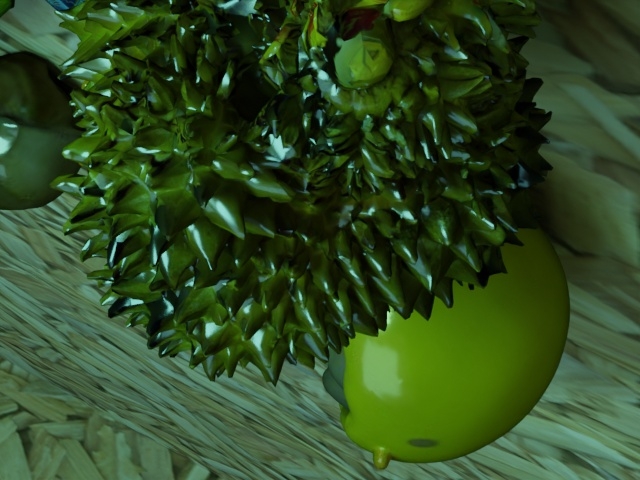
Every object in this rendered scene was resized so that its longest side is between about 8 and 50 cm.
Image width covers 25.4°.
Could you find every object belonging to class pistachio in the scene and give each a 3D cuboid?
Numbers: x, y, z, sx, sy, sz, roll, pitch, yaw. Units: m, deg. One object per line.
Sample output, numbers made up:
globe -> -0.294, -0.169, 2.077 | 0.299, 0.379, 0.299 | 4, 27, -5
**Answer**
pistachio -> -0.269, -0.087, 1.211 | 0.165, 0.131, 0.210 | -4, 174, -23

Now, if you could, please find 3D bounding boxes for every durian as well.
durian -> -0.006, -0.076, 0.644 | 0.258, 0.258, 0.293 | 29, 143, 11

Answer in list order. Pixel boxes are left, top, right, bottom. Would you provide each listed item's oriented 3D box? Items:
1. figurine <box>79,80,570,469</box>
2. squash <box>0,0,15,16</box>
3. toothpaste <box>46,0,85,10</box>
figurine -> 0.000, 0.000, 0.912 | 0.343, 0.187, 0.215 | 37, 171, 5
squash -> -0.350, -0.223, 1.012 | 0.309, 0.210, 0.233 | -15, 143, 34
toothpaste -> -0.197, -0.186, 1.002 | 0.083, 0.017, 0.020 | 42, 160, -26
